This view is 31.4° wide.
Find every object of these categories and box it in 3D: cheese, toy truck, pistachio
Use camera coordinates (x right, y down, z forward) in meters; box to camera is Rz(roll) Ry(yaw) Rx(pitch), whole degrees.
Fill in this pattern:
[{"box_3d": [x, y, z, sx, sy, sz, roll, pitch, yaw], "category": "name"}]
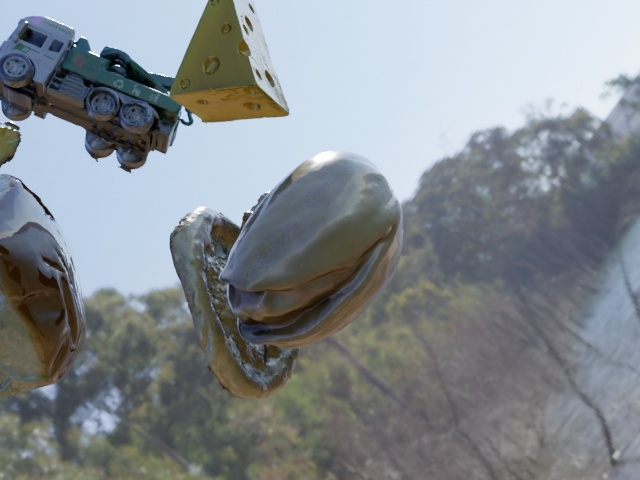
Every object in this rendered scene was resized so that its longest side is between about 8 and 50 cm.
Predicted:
[{"box_3d": [-0.106, -0.244, 1.418, 0.093, 0.126, 0.171, 38, -127, -58], "category": "cheese"}, {"box_3d": [-0.402, -0.263, 2.033, 0.176, 0.363, 0.178, 118, 171, -63], "category": "toy truck"}, {"box_3d": [-0.003, 0.003, 1.251, 0.162, 0.181, 0.293, 64, -142, -28], "category": "pistachio"}]

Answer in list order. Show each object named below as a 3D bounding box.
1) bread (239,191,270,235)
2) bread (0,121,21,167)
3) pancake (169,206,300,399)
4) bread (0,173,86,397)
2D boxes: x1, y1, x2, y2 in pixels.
[{"box_3d": [0.000, 0.000, 1.638, 0.088, 0.231, 0.128, -21, -60, -81], "category": "bread"}, {"box_3d": [-0.681, -0.199, 2.213, 0.140, 0.160, 0.169, -58, -16, 0], "category": "bread"}, {"box_3d": [-0.144, 0.101, 1.980, 0.065, 0.356, 0.356, -26, -2, 21], "category": "pancake"}, {"box_3d": [-0.444, 0.061, 1.534, 0.224, 0.279, 0.250, -21, 27, 7], "category": "bread"}]
